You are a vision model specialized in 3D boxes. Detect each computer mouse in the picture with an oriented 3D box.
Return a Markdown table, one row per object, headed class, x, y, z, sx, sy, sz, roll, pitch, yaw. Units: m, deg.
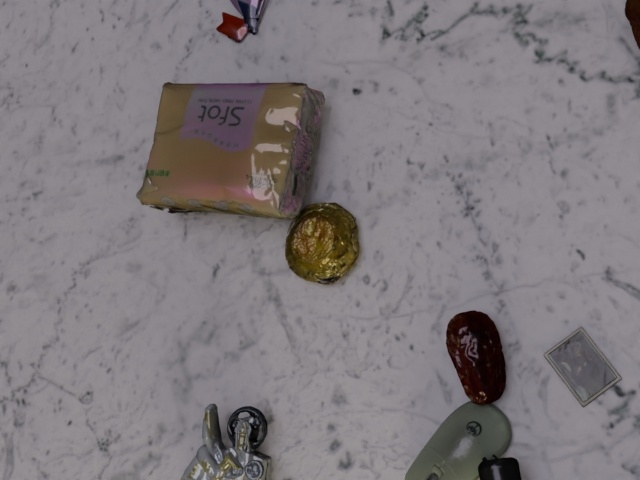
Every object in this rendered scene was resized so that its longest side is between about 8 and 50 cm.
| class | x | y | z | sx | sy | sz | roll | pitch | yaw |
| --- | --- | --- | --- | --- | --- | --- | --- | --- | --- |
| computer mouse | 0.179 | 0.295 | 1.492 | 0.089 | 0.056 | 0.181 | 41 | 95 | 30 |

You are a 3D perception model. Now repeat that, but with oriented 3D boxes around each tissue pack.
| class | x | y | z | sx | sy | sz | roll | pitch | yaw |
| --- | --- | --- | --- | --- | --- | --- | --- | --- | --- |
| tissue pack | -0.133 | -0.137 | 1.695 | 0.257 | 0.123 | 0.215 | 4 | 76 | 24 |

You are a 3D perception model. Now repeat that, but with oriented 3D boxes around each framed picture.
| class | x | y | z | sx | sy | sz | roll | pitch | yaw |
| --- | --- | --- | --- | --- | --- | --- | --- | --- | --- |
| framed picture | 0.350 | 0.169 | 1.476 | 0.066 | 0.007 | 0.089 | -38 | 66 | 10 |

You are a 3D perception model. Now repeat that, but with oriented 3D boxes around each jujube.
| class | x | y | z | sx | sy | sz | roll | pitch | yaw |
| --- | --- | --- | --- | --- | --- | --- | --- | --- | --- |
| jujube | 0.212 | 0.160 | 1.502 | 0.077 | 0.077 | 0.129 | -15 | 75 | 19 |

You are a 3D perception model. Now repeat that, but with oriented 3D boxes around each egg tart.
| class | x | y | z | sx | sy | sz | roll | pitch | yaw |
| --- | --- | --- | --- | --- | --- | --- | --- | --- | --- |
| egg tart | 0.000 | 0.000 | 1.644 | 0.130 | 0.052 | 0.130 | -7 | 72 | 23 |

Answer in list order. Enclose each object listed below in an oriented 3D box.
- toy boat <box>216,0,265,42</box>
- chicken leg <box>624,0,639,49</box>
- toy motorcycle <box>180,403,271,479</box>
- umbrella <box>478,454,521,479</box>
| class | x | y | z | sx | sy | sz | roll | pitch | yaw |
| --- | --- | --- | --- | --- | --- | --- | --- | --- | --- |
| toy boat | -0.104 | -0.499 | 1.817 | 0.219 | 0.072 | 0.318 | 43 | 105 | 23 |
| chicken leg | 0.493 | -0.332 | 1.496 | 0.158 | 0.096 | 0.407 | -20 | 68 | 13 |
| toy motorcycle | -0.142 | 0.353 | 1.605 | 0.151 | 0.074 | 0.228 | -2 | 85 | 17 |
| umbrella | 0.258 | 0.434 | 1.404 | 0.090 | 0.094 | 0.326 | -30 | 64 | 57 |
